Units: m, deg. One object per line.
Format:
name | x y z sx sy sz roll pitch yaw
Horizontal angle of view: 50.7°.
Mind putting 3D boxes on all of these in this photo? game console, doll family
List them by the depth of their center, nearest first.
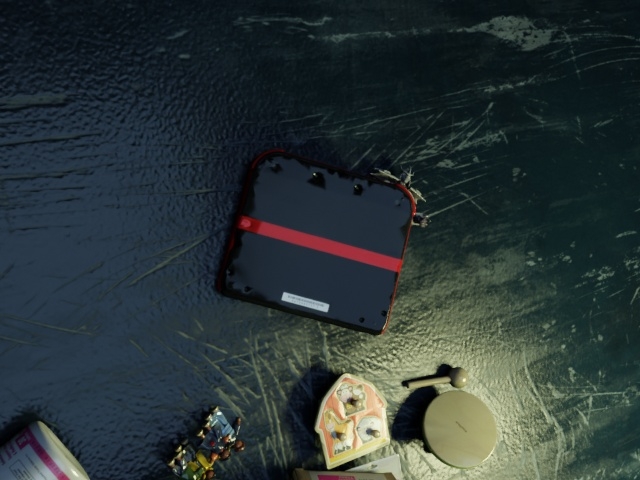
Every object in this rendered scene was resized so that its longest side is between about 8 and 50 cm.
doll family | -0.228 0.436 1.393 0.193 0.076 0.111 -44 102 -24
game console | 0.000 0.000 1.484 0.386 0.060 0.342 15 86 -7

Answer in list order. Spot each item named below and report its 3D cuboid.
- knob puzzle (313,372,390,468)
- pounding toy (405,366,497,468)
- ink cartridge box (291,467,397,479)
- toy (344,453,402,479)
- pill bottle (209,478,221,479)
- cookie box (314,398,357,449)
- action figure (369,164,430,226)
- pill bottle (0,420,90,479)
knob puzzle | 0.074 0.394 1.520 0.213 0.030 0.213 1 88 -27
pounding toy | 0.317 0.447 1.661 0.182 0.110 0.237 -14 64 -15
ink cartridge box | 0.047 0.609 1.470 0.234 0.088 0.193 6 97 -12
toy | 0.125 0.616 1.565 0.136 0.056 0.238 -11 97 -20
pill bottle | -0.236 0.612 1.239 0.176 0.176 0.319 45 56 -18
cookie box | 0.037 0.419 1.542 0.091 0.040 0.107 6 85 -26
action figure | 0.169 -0.052 1.598 0.185 0.099 0.285 26 74 -18
pill bottle | -0.563 0.467 1.176 0.283 0.160 0.160 -40 105 -22
